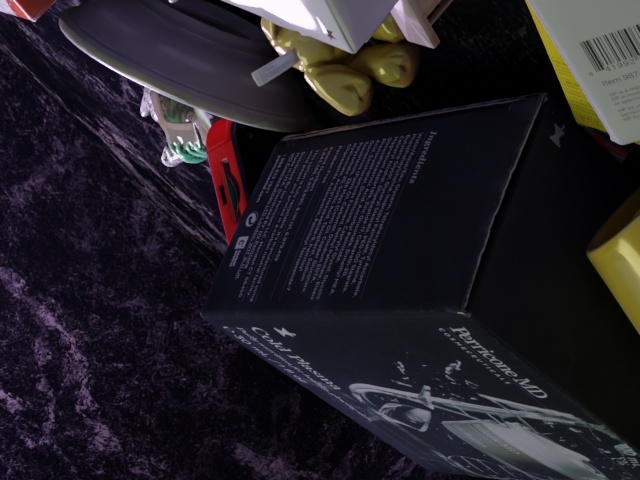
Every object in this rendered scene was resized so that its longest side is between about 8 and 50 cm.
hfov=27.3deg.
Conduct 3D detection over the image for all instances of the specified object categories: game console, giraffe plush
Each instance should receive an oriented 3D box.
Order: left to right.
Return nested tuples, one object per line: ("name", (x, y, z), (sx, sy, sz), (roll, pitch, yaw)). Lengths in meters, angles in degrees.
("game console", (0.000, 0.000, 1.937), (0.060, 0.387, 0.342), (-31, 154, 37))
("giraffe plush", (0.010, -0.256, 1.666), (0.170, 0.210, 0.181), (-106, 2, -73))

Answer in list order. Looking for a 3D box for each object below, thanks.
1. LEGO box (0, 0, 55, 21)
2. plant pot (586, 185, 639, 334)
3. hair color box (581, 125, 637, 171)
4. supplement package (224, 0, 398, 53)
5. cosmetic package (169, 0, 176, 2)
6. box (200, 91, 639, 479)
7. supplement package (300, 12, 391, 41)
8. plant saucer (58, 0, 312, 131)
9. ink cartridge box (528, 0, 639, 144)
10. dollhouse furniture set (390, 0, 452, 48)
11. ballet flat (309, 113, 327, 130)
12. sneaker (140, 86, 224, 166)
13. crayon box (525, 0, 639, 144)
("LEGO box", (-0.626, -0.607, 2.065), (0.372, 0.193, 0.500), (23, 159, 48))
("plant pot", (0.417, 0.041, 1.376), (0.239, 0.254, 0.254), (44, 166, 0))
("hair color box", (0.331, -0.100, 1.560), (0.072, 0.043, 0.141), (34, 164, 16))
("supplement package", (0.024, -0.334, 1.079), (0.177, 0.293, 0.175), (27, 163, 36))
("cosmetic package", (-0.197, -0.467, 1.292), (0.377, 0.097, 0.284), (54, 152, 13))
("box", (0.200, 0.085, 1.656), (0.480, 0.297, 0.471), (37, 153, -32))
("supplement package", (-0.012, -0.353, 1.431), (0.134, 0.139, 0.244), (18, 153, 54))
("plant saucer", (-0.181, -0.289, 1.944), (0.400, 0.101, 0.400), (23, -164, -7))
("ink cartridge box", (0.255, -0.239, 0.943), (0.223, 0.129, 0.307), (-16, 133, 30))
("dollhouse furniture set", (0.091, -0.302, 1.235), (0.129, 0.184, 0.129), (25, 161, 44))
("ballet flat", (0.022, -0.101, 2.163), (0.348, 0.123, 0.123), (41, 166, 0))
("sneaker", (-0.187, -0.181, 2.125), (0.158, 0.182, 0.410), (5, -150, -32))
("crayon box", (0.299, -0.206, 1.228), (0.202, 0.081, 0.318), (27, 162, 39))
